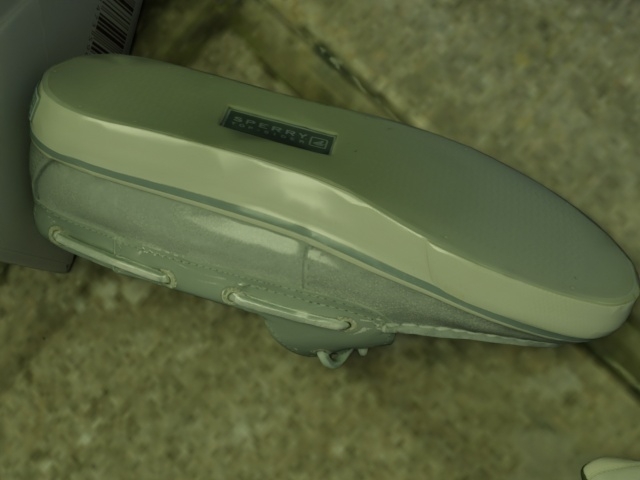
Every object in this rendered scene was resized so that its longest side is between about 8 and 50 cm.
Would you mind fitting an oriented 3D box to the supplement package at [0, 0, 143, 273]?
[{"bbox_3d":[-0.224,-0.120,0.464,0.262,0.198,0.199,14,86,12],"label":"supplement package"}]

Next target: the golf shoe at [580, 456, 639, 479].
[{"bbox_3d":[0.091,0.158,0.415,0.086,0.069,0.176,27,88,40],"label":"golf shoe"}]

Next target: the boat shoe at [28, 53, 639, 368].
[{"bbox_3d":[-0.001,0.000,0.453,0.227,0.079,0.081,19,123,4],"label":"boat shoe"}]
